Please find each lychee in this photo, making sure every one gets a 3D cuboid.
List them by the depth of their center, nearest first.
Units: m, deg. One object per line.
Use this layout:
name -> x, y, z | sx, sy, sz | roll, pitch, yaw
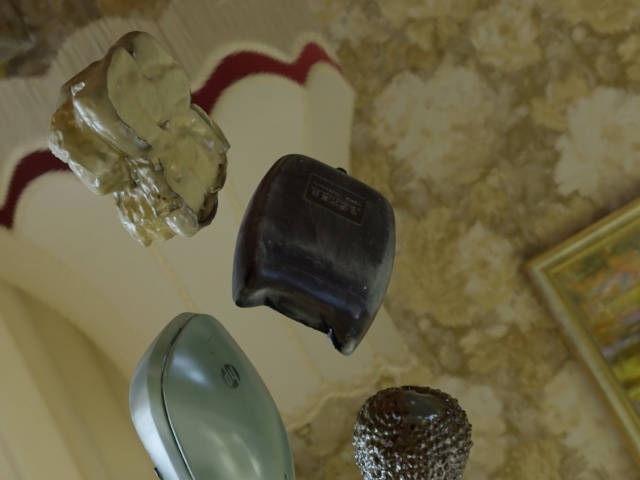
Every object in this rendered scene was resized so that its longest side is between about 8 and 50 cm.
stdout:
lychee -> 0.114, 0.266, 1.447 | 0.171, 0.171, 0.171 | -30, 174, -4

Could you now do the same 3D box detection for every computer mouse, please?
computer mouse -> -0.086, 0.202, 1.146 | 0.097, 0.288, 0.159 | -17, -154, 27

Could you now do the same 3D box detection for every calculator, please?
calculator -> 0.000, 0.000, 1.245 | 0.040, 0.177, 0.268 | -58, -168, 38

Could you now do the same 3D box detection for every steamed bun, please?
steamed bun -> -0.174, -0.098, 1.058 | 0.106, 0.177, 0.192 | -22, -143, 25
